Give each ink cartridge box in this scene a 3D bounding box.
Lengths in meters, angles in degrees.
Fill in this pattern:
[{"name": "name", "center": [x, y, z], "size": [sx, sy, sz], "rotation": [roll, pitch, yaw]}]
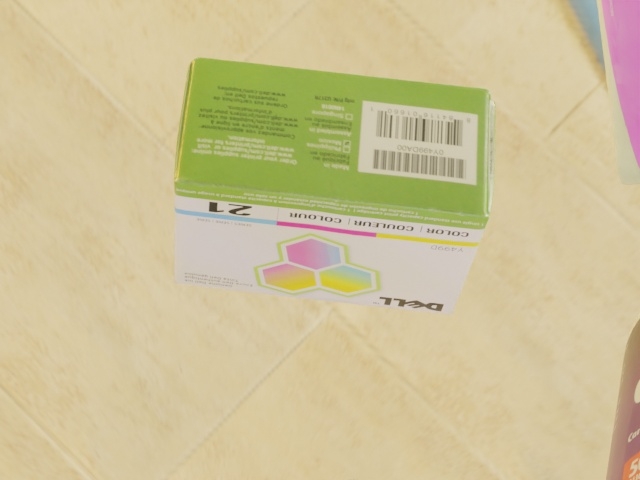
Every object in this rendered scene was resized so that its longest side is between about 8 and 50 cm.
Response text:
[{"name": "ink cartridge box", "center": [0.000, 0.000, 0.956], "size": [0.189, 0.255, 0.097], "rotation": [6, 59, -2]}]

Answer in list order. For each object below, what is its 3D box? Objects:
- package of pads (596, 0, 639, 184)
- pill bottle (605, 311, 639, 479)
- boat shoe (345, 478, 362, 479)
[{"name": "package of pads", "center": [0.322, -0.186, 1.051], "size": [0.229, 0.101, 0.296], "rotation": [2, 115, 34]}, {"name": "pill bottle", "center": [0.290, 0.136, 0.980], "size": [0.181, 0.181, 0.323], "rotation": [22, 37, 2]}, {"name": "boat shoe", "center": [-0.027, 0.278, 1.246], "size": [0.079, 0.081, 0.227], "rotation": [32, 109, -17]}]
